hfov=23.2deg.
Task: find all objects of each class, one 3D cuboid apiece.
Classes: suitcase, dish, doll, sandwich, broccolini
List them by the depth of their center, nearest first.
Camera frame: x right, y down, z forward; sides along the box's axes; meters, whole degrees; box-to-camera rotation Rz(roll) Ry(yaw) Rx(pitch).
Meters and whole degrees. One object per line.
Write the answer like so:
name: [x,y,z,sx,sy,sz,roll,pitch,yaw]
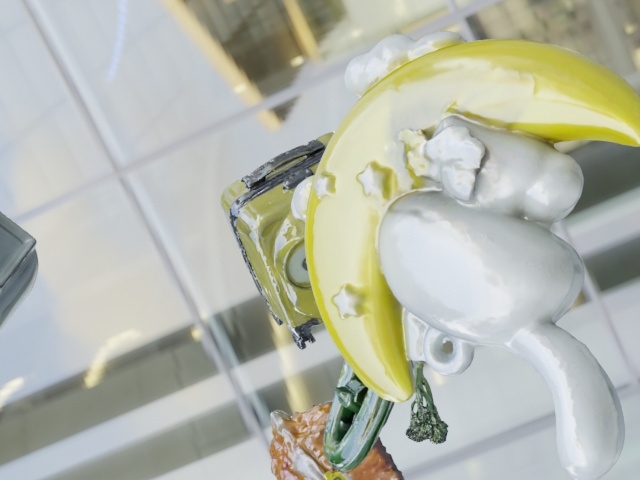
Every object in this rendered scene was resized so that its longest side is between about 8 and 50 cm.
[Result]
doll: [0.090,-0.005,0.933,0.111,0.252,0.237,12,-85,-59]
sandwich: [0.028,0.325,1.870,0.301,0.162,0.250,51,162,23]
dish: [-0.415,0.025,1.872,0.151,0.077,0.212,40,-157,-8]
suitcase: [0.000,0.000,1.948,0.143,0.194,0.234,47,163,52]
broccolini: [0.130,0.181,1.957,0.194,0.054,0.052,-87,-10,-54]

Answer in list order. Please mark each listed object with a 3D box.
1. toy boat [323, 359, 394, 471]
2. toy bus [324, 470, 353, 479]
toy boat: [0.045,0.102,1.367,0.104,0.052,0.210,-151,74,-69]
toy bus: [-0.028,0.347,1.712,0.081,0.226,0.074,47,-141,10]
